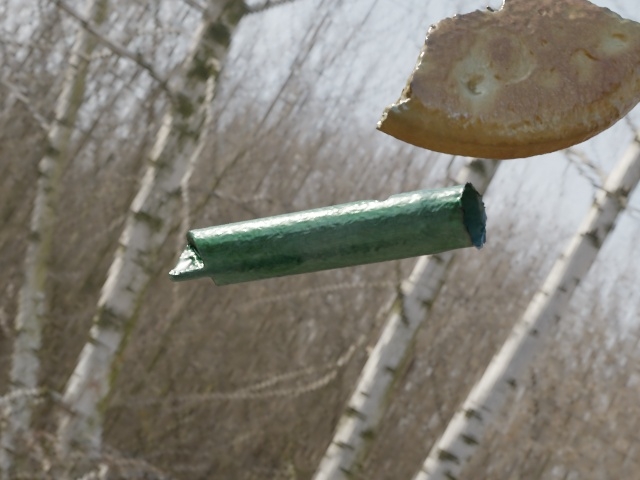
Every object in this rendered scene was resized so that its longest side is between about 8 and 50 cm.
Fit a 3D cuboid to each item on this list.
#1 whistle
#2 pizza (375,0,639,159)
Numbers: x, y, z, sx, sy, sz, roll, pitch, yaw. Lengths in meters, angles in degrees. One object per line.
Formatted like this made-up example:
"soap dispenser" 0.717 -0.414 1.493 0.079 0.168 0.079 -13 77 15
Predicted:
"whistle" 0.000 0.000 0.686 0.186 0.039 0.039 -10 -31 25
"pizza" 0.217 -0.177 1.294 0.182 0.365 0.074 62 -23 18
